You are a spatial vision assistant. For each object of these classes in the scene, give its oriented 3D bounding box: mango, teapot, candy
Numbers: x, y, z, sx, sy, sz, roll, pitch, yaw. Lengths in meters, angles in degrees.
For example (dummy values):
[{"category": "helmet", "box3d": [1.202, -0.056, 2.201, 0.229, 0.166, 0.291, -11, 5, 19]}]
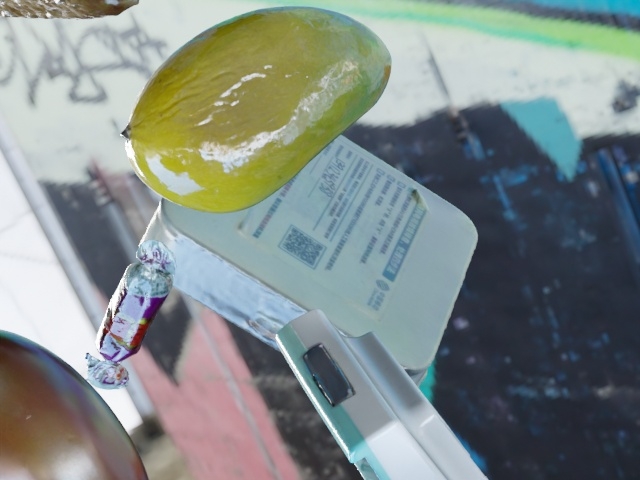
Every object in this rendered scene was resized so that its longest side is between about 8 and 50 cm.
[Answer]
[{"category": "mango", "box3d": [-0.051, -0.116, 1.166, 0.237, 0.137, 0.091, -43, -165, -24]}, {"category": "teapot", "box3d": [-0.200, 0.127, 0.833, 0.135, 0.252, 0.178, -44, -177, -37]}, {"category": "candy", "box3d": [-0.152, 0.060, 1.184, 0.043, 0.045, 0.175, -87, -159, -47]}]

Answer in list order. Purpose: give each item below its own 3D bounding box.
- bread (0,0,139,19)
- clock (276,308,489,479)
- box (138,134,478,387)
[{"category": "bread", "box3d": [-0.288, -0.247, 1.131, 0.416, 0.165, 0.113, 14, -96, 52]}, {"category": "clock", "box3d": [0.080, 0.204, 1.523, 0.116, 0.231, 0.262, -34, -151, -3]}, {"category": "box", "box3d": [-0.001, 0.001, 1.904, 0.111, 0.396, 0.396, -57, -178, 36]}]
